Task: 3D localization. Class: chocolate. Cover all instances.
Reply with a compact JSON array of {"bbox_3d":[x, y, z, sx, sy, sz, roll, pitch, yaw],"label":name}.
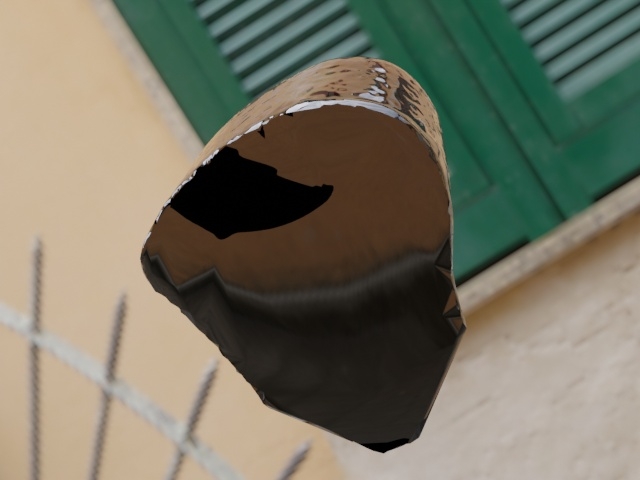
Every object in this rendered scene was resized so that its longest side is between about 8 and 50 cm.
[{"bbox_3d":[0.000,0.000,0.674,0.125,0.148,0.080,-2,28,16],"label":"chocolate"}]
